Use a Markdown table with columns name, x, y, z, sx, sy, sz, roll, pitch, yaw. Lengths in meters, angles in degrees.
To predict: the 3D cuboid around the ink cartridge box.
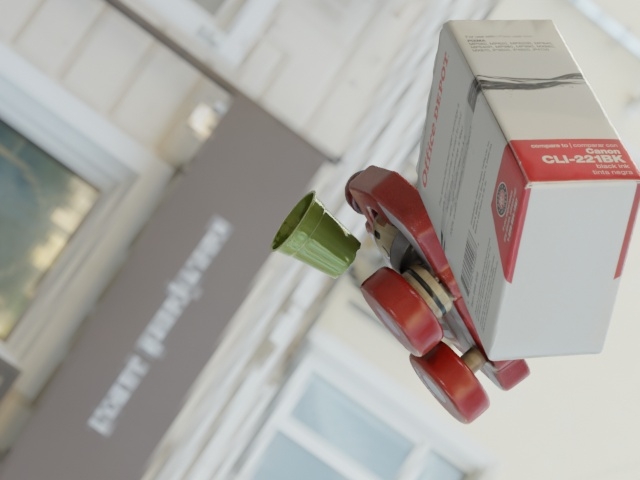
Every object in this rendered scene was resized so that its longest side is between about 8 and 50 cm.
| name | x | y | z | sx | sy | sz | roll | pitch | yaw |
| --- | --- | --- | --- | --- | --- | --- | --- | --- | --- |
| ink cartridge box | 0.183 | -0.053 | 1.738 | 0.273 | 0.114 | 0.197 | -110 | -158 | -50 |

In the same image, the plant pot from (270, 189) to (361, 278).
| name | x | y | z | sx | sy | sz | roll | pitch | yaw |
| --- | --- | --- | --- | --- | --- | --- | --- | --- | --- |
| plant pot | 0.000 | 0.000 | 2.113 | 0.083 | 0.079 | 0.083 | -51 | -166 | 17 |

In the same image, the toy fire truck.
| name | x | y | z | sx | sy | sz | roll | pitch | yaw |
| --- | --- | --- | --- | --- | --- | --- | --- | --- | --- |
| toy fire truck | 0.120 | 0.035 | 2.066 | 0.169 | 0.302 | 0.254 | -41 | -140 | -7 |
